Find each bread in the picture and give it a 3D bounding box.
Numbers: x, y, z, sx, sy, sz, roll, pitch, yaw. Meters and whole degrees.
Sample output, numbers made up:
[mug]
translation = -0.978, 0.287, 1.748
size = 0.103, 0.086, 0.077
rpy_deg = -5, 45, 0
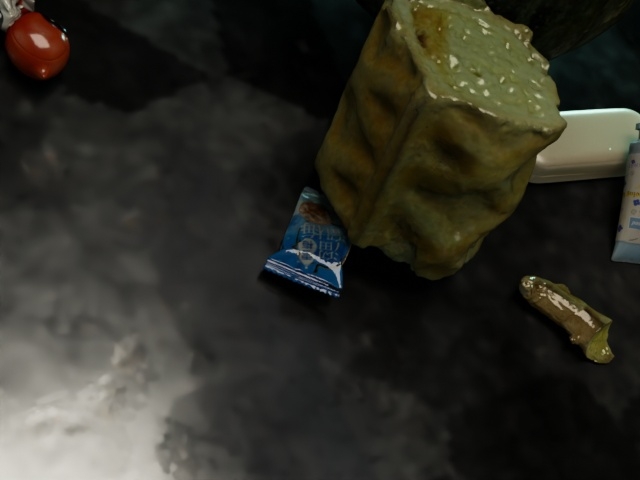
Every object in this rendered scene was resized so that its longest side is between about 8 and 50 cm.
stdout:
[bread]
translation = 0.126, -0.113, 1.419
size = 0.196, 0.252, 0.238
rpy_deg = -1, 54, -34

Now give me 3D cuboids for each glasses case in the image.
[glasses case]
translation = 0.321, -0.118, 1.626
size = 0.196, 0.050, 0.083
rpy_deg = -4, 61, -23

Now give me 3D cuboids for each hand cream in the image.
[hand cream]
translation = 0.388, -0.057, 1.593
size = 0.065, 0.043, 0.170
rpy_deg = 6, 90, -15

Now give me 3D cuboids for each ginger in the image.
[ginger]
translation = 0.286, 0.084, 1.501
size = 0.137, 0.044, 0.057
rpy_deg = 41, 74, 8

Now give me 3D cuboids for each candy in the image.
[candy]
translation = 0.001, 0.000, 1.449
size = 0.088, 0.038, 0.136
rpy_deg = 20, 48, 7

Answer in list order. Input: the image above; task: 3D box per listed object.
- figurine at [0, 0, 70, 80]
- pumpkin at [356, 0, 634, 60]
[figurine]
translation = -0.328, -0.232, 1.441
size = 0.075, 0.068, 0.140
rpy_deg = -29, 72, -34
[pumpkin]
translation = 0.193, -0.412, 1.571
size = 0.454, 0.344, 0.454
rpy_deg = 14, 56, -22
